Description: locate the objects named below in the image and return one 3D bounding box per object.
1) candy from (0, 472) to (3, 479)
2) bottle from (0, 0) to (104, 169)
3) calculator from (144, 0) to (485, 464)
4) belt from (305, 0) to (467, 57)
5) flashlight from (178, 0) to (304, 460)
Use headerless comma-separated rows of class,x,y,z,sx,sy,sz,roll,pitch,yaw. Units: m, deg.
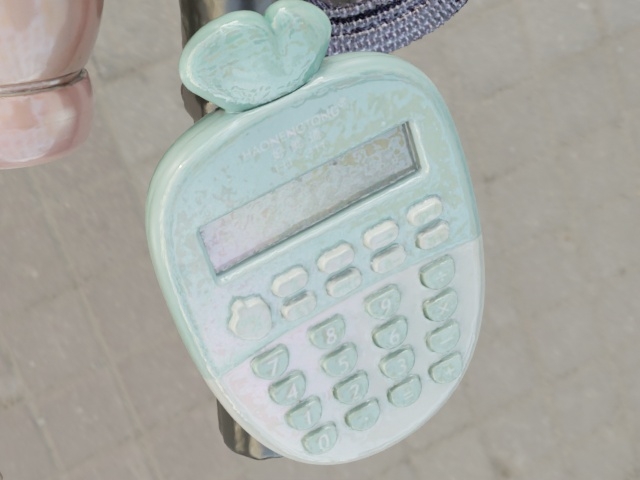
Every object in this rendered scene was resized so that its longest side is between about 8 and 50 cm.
candy,-0.373,0.256,1.115,0.320,0.135,0.180,1,108,-19
bottle,-0.260,-0.199,1.164,0.206,0.173,0.297,-9,112,-21
calculator,0.000,0.000,0.864,0.184,0.042,0.295,-27,124,-13
belt,0.023,-0.305,1.511,0.324,0.122,0.260,-20,113,-6
flashlight,-0.048,-0.018,1.244,0.103,0.103,0.424,-13,117,-18
